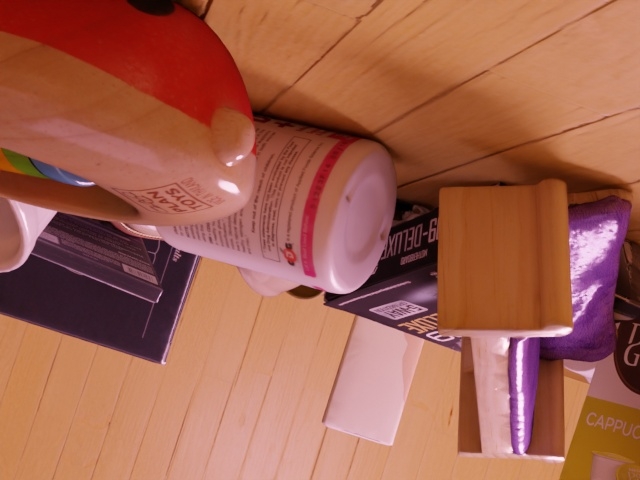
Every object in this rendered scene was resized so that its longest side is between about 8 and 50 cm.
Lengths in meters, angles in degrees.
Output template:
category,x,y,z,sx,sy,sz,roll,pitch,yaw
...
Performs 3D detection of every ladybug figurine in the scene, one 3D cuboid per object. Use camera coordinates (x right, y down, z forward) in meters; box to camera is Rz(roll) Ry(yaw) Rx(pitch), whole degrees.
category,x,y,z,sx,sy,sz,roll,pitch,yaw
ladybug figurine,-0.233,-0.127,1.061,0.449,0.161,0.305,11,167,29

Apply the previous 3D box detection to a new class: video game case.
category,x,y,z,sx,sy,sz,roll,pitch,yaw
video game case,-0.311,-0.020,1.615,0.196,0.026,0.274,24,-167,-25

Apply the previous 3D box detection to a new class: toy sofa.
category,x,y,z,sx,sy,sz,roll,pitch,yaw
toy sofa,0.214,0.094,1.258,0.177,0.150,0.362,0,152,9

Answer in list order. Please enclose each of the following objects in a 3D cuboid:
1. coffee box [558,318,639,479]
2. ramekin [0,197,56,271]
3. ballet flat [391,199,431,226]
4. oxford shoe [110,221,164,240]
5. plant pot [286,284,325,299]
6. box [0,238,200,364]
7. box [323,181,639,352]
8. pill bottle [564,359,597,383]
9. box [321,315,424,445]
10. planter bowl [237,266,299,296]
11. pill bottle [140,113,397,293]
category,x,y,z,sx,sy,sz,roll,pitch,yaw
coffee box,0.531,0.248,1.463,0.338,0.334,0.338,24,172,-34
ramekin,-0.388,-0.109,1.371,0.277,0.135,0.277,24,145,19
ballet flat,0.079,-0.013,1.577,0.280,0.095,0.096,18,165,-7
oxford shoe,-0.196,-0.076,1.577,0.147,0.140,0.397,11,172,28
plant pot,-0.002,0.018,1.983,0.134,0.134,0.095,13,-162,38
box,-0.373,-0.016,1.869,0.396,0.293,0.212,19,174,-7
box,0.189,0.044,1.449,0.242,0.076,0.307,22,155,-29
pill bottle,0.438,0.148,1.685,0.265,0.153,0.153,23,172,-34
box,0.106,0.174,2.100,0.121,0.311,0.148,17,174,5
planter bowl,-0.039,-0.015,1.678,0.109,0.162,0.162,-16,158,26
pill bottle,-0.078,-0.053,1.332,0.283,0.160,0.160,15,173,24
